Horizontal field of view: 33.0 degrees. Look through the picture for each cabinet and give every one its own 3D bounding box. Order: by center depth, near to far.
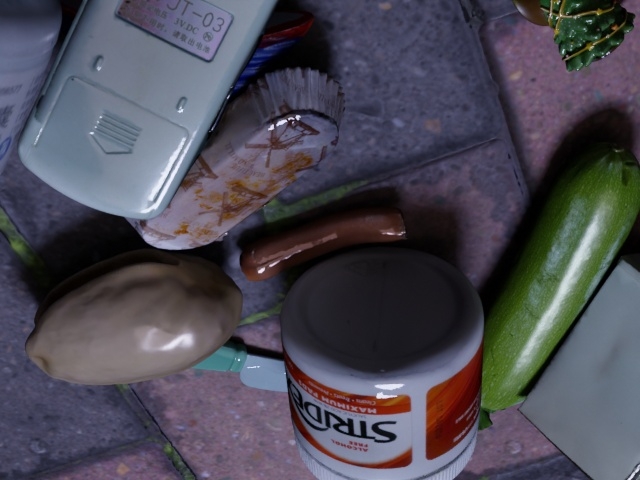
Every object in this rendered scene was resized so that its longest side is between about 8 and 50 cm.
[{"bbox_3d":[0.340,0.137,1.114,0.145,0.150,0.206,-6,132,-50],"label":"cabinet"}]

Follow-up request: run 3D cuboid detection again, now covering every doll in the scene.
[{"bbox_3d":[0.218,-0.198,0.938,0.078,0.076,0.113,-34,123,31],"label":"doll"}]

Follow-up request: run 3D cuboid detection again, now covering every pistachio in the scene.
[{"bbox_3d":[-0.187,0.080,1.091,0.223,0.126,0.152,-11,127,5],"label":"pistachio"}]

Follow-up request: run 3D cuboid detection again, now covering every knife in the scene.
[{"bbox_3d":[-0.073,0.144,1.216,0.260,0.034,0.063,18,123,-22],"label":"knife"}]

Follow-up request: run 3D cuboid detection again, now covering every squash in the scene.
[{"bbox_3d":[0.234,0.058,1.130,0.101,0.101,0.378,12,122,-14],"label":"squash"}]

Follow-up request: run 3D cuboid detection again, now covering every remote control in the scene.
[{"bbox_3d":[-0.128,-0.156,0.864,0.140,0.056,0.296,25,111,-13],"label":"remote control"}]

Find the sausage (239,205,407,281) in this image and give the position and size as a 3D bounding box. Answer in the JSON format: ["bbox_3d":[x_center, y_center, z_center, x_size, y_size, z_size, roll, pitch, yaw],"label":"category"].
[{"bbox_3d":[0.000,0.001,1.095,0.177,0.047,0.040,-17,131,11],"label":"sausage"}]

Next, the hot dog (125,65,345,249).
[{"bbox_3d":[-0.078,-0.072,0.993,0.253,0.069,0.131,-34,148,30],"label":"hot dog"}]

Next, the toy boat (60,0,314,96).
[{"bbox_3d":[-0.136,-0.250,0.875,0.219,0.072,0.318,-17,125,5],"label":"toy boat"}]

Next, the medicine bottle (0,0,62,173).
[{"bbox_3d":[-0.311,-0.192,0.789,0.245,0.245,0.306,20,115,-20],"label":"medicine bottle"}]

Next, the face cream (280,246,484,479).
[{"bbox_3d":[0.065,0.133,1.108,0.201,0.201,0.187,-5,129,-1],"label":"face cream"}]
